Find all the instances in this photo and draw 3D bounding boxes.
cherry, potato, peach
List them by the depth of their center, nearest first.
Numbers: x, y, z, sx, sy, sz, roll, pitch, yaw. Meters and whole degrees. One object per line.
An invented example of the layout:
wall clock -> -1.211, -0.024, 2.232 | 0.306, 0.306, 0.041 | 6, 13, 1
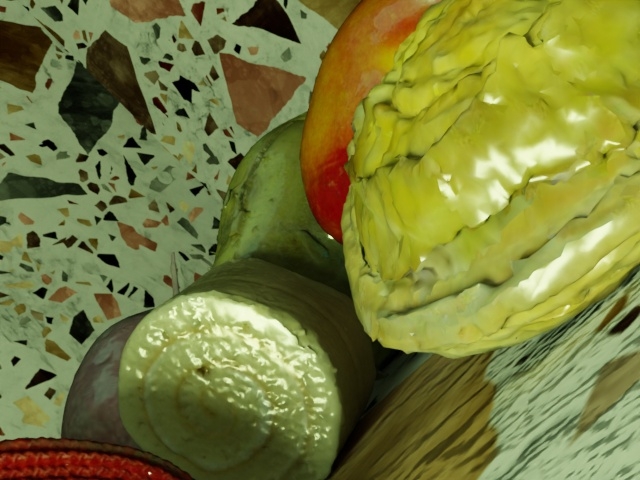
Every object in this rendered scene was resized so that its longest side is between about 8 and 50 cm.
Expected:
peach -> 0.092, -0.082, 0.764 | 0.243, 0.199, 0.243 | -49, 0, 0
potato -> 0.000, 0.000, 0.886 | 0.143, 0.169, 0.248 | -32, 34, 55
cherry -> -0.131, 0.164, 0.987 | 0.213, 0.184, 0.266 | -69, -11, -49

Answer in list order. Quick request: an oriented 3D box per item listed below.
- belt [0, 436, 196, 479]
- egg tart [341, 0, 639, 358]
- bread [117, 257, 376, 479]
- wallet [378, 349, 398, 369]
belt -> -0.144, 0.166, 0.537 | 0.201, 0.128, 0.124 | 2, -31, -31
egg tart -> 0.100, -0.077, 0.511 | 0.291, 0.107, 0.291 | -41, 17, 15
bread -> -0.042, 0.086, 0.738 | 0.134, 0.148, 0.141 | -54, -4, 14
wallet -> 0.064, 0.051, 1.030 | 0.250, 0.075, 0.176 | -44, 1, -16
